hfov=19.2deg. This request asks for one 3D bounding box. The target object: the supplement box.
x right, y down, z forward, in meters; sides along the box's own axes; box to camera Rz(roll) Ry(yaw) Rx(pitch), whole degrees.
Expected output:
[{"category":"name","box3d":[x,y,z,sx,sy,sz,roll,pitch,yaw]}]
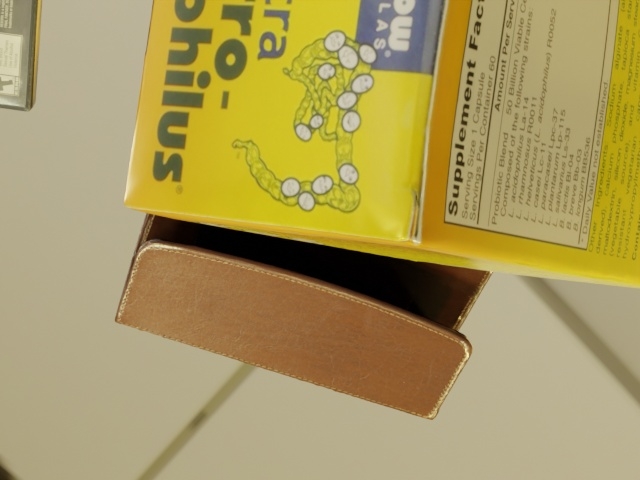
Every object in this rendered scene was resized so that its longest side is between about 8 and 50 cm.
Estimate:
[{"category":"supplement box","box3d":[0.080,-0.084,1.112,0.356,0.195,0.194,10,-93,-55]}]

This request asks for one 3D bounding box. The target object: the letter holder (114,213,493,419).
[{"category":"letter holder","box3d":[0.000,0.000,1.650,0.301,0.214,0.152,18,-131,-6]}]

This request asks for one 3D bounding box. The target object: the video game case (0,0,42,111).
[{"category":"video game case","box3d":[-0.338,-0.207,1.376,0.274,0.196,0.026,8,-161,3]}]
